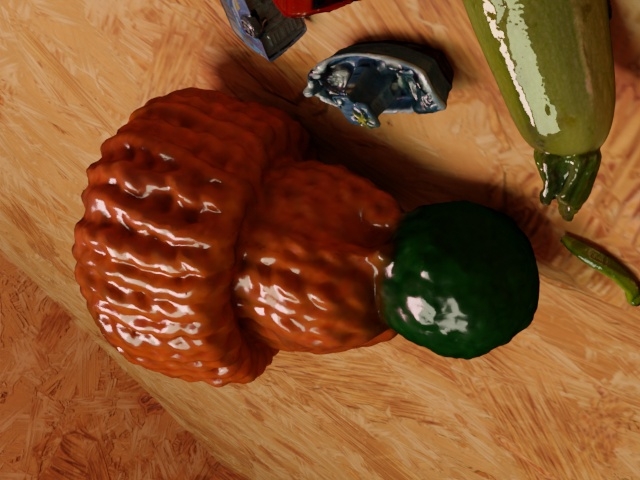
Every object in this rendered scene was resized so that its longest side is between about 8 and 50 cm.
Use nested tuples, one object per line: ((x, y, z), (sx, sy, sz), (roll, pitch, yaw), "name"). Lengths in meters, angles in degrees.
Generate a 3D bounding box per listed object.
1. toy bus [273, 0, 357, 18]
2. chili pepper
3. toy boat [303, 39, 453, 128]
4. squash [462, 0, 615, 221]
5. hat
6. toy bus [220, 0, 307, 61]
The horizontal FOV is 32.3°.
((0.005, -0.208, 0.596), (0.081, 0.089, 0.195), (59, 167, 19), "toy bus")
((0.224, 0.024, 0.873), (0.083, 0.017, 0.030), (41, 162, -8), "chili pepper")
((0.039, -0.115, 0.825), (0.137, 0.061, 0.060), (17, 152, 47), "toy boat")
((0.135, -0.109, 0.654), (0.090, 0.075, 0.200), (-8, 110, 40), "squash")
((0.000, 0.000, 1.000), (0.400, 0.285, 0.285), (2, 149, 15), "hat")
((-0.056, -0.203, 0.816), (0.061, 0.051, 0.153), (41, 165, 33), "toy bus")
